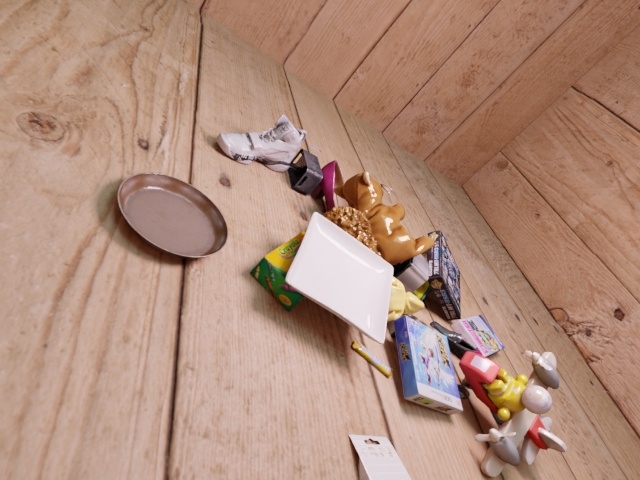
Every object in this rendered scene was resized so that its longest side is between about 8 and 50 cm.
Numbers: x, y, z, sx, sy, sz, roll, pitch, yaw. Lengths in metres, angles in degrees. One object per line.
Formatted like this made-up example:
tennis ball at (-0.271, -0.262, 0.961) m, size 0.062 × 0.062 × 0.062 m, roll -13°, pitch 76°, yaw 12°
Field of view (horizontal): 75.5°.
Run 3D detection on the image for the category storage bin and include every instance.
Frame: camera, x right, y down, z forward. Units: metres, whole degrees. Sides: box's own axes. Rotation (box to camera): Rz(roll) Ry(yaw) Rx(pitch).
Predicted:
storage bin at (-0.069, -0.298, 1.799) m, size 0.085 × 0.122 × 0.180 m, roll 24°, pitch 34°, yaw -31°

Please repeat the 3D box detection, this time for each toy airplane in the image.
toy airplane at (0.672, 0.561, 1.377) m, size 0.386 × 0.272 × 0.385 m, roll 5°, pitch 64°, yaw -14°

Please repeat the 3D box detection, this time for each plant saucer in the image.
plant saucer at (-0.402, -0.062, 1.135) m, size 0.311 × 0.050 × 0.310 m, roll 32°, pitch 31°, yaw -22°

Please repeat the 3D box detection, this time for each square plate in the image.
square plate at (0.071, 0.110, 1.287) m, size 0.347 × 0.049 × 0.343 m, roll 35°, pitch 38°, yaw -12°

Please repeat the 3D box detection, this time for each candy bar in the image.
candy bar at (0.164, 0.371, 1.303) m, size 0.162 × 0.018 × 0.040 m, roll 40°, pitch 29°, yaw -4°

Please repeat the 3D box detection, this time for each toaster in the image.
toaster at (0.350, 0.135, 1.698) m, size 0.110 × 0.168 × 0.185 m, roll 42°, pitch 28°, yaw -6°

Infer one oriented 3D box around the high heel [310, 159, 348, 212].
high heel at (0.102, -0.160, 1.766) m, size 0.377 × 0.181 × 0.127 m, roll 51°, pitch 29°, yaw 14°

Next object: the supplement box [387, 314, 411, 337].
supplement box at (0.294, 0.312, 1.506) m, size 0.083 × 0.056 × 0.083 m, roll 26°, pitch 33°, yaw -29°

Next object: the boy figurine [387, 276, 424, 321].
boy figurine at (0.233, 0.199, 1.447) m, size 0.286 × 0.092 × 0.177 m, roll 9°, pitch 73°, yaw -24°

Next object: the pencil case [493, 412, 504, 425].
pencil case at (0.675, 0.619, 1.568) m, size 0.070 × 0.064 × 0.151 m, roll 8°, pitch 42°, yaw -23°

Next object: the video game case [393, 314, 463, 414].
video game case at (0.357, 0.413, 1.376) m, size 0.244 × 0.061 × 0.269 m, roll 31°, pitch 41°, yaw -33°

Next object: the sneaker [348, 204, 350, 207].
sneaker at (0.176, -0.114, 1.899) m, size 0.228 × 0.087 × 0.130 m, roll 40°, pitch 22°, yaw -18°

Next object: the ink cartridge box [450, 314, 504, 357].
ink cartridge box at (0.731, 0.438, 1.891) m, size 0.311 × 0.065 × 0.185 m, roll 6°, pitch 46°, yaw -50°

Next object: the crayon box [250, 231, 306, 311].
crayon box at (-0.077, 0.088, 1.311) m, size 0.165 × 0.081 × 0.278 m, roll 46°, pitch 29°, yaw 3°

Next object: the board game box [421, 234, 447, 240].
board game box at (0.514, 0.038, 2.042) m, size 0.243 × 0.165 × 0.042 m, roll -2°, pitch 51°, yaw -53°

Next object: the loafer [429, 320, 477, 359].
loafer at (0.538, 0.398, 1.677) m, size 0.223 × 0.078 × 0.076 m, roll 40°, pitch 28°, yaw -5°

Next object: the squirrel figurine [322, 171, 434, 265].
squirrel figurine at (0.169, -0.069, 1.572) m, size 0.397 × 0.281 × 0.369 m, roll -23°, pitch 93°, yaw -39°

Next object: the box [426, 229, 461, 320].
box at (0.553, 0.154, 1.846) m, size 0.295 × 0.074 × 0.293 m, roll 56°, pitch 32°, yaw -32°

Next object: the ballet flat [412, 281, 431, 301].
ballet flat at (0.460, 0.206, 1.850) m, size 0.077 × 0.077 × 0.231 m, roll 35°, pitch 27°, yaw 20°

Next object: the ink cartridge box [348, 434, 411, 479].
ink cartridge box at (0.147, 0.568, 1.013) m, size 0.146 × 0.045 × 0.179 m, roll 22°, pitch 17°, yaw -34°

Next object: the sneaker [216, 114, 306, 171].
sneaker at (-0.223, -0.409, 1.659) m, size 0.366 × 0.210 × 0.137 m, roll 8°, pitch 44°, yaw -47°

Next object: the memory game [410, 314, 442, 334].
memory game at (0.384, 0.309, 1.578) m, size 0.186 × 0.012 × 0.186 m, roll 35°, pitch -1°, yaw 1°
